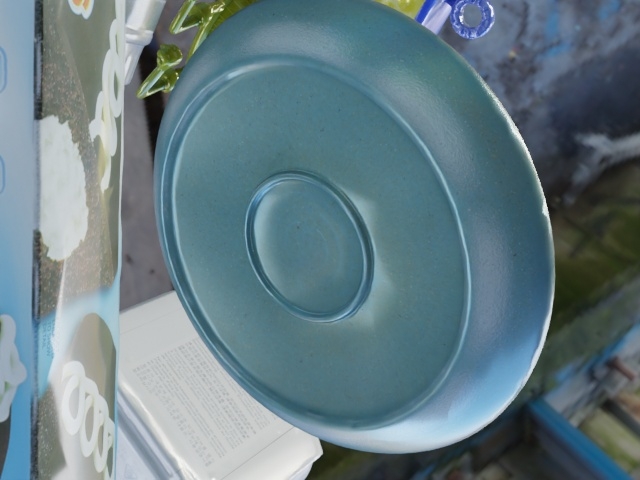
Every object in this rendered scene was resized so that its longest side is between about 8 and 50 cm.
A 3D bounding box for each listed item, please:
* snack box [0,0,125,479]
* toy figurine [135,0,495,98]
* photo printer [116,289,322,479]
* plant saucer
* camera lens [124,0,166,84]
[{"bbox_3d":[-0.148,-0.055,0.354,0.060,0.187,0.322,-36,130,-72],"label":"snack box"},{"bbox_3d":[0.034,-0.212,1.084,0.362,0.217,0.191,-58,174,27],"label":"toy figurine"},{"bbox_3d":[-0.133,0.176,1.319,0.107,0.256,0.307,-39,174,24],"label":"photo printer"},{"bbox_3d":[0.000,0.000,0.842,0.044,0.317,0.317,-27,139,-47],"label":"plant saucer"},{"bbox_3d":[-0.194,-0.265,0.893,0.219,0.219,0.274,7,101,-45],"label":"camera lens"}]
